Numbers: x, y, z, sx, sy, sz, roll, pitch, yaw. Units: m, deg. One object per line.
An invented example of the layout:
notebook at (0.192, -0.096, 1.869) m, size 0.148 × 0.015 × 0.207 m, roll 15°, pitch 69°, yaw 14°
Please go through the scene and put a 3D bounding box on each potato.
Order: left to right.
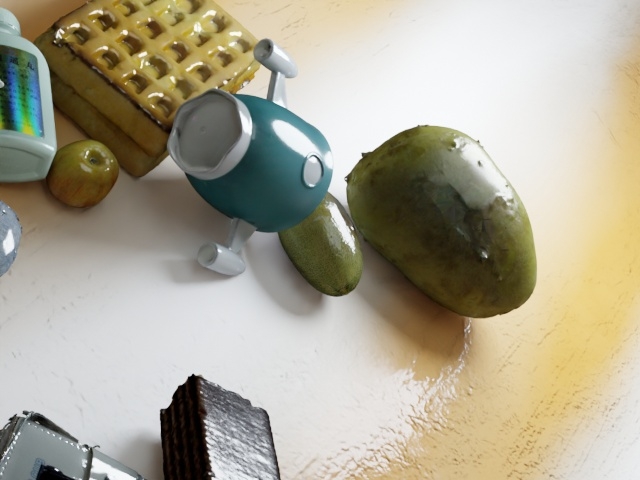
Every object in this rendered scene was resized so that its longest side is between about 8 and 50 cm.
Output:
potato at (0.179, -0.025, 1.704) m, size 0.307 × 0.210 × 0.173 m, roll 50°, pitch -4°, yaw -3°

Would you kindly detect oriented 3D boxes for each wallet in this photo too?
wallet at (-0.220, 0.269, 1.159) m, size 0.231 × 0.069 × 0.170 m, roll 37°, pitch 36°, yaw -15°

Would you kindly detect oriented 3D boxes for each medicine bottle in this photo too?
medicine bottle at (-0.381, -0.177, 1.434) m, size 0.121 × 0.083 × 0.229 m, roll 5°, pitch 51°, yaw -25°

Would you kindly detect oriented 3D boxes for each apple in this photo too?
apple at (-0.282, -0.081, 1.441) m, size 0.084 × 0.071 × 0.084 m, roll 24°, pitch 41°, yaw -23°

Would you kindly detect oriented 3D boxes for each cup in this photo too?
cup at (-0.096, -0.107, 1.513) m, size 0.173 × 0.167 × 0.300 m, roll 30°, pitch 71°, yaw -56°

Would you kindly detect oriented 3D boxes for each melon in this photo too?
melon at (0.000, 0.000, 1.595) m, size 0.099 × 0.099 × 0.162 m, roll -6°, pitch 60°, yaw -45°

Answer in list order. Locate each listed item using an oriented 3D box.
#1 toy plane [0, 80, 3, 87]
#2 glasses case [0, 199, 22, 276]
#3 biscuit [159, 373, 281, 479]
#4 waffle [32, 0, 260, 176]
toy plane at (-0.465, -0.183, 1.316) m, size 0.234 × 0.082 × 0.160 m, roll -14°, pitch 19°, yaw -22°
glasses case at (-0.445, -0.047, 1.268) m, size 0.282 × 0.067 × 0.109 m, roll 30°, pitch 37°, yaw -18°
biscuit at (-0.099, 0.241, 1.237) m, size 0.106 × 0.070 × 0.252 m, roll 32°, pitch 21°, yaw -26°
waffle at (-0.224, -0.241, 1.632) m, size 0.224 × 0.098 × 0.328 m, roll 42°, pitch 36°, yaw -3°
